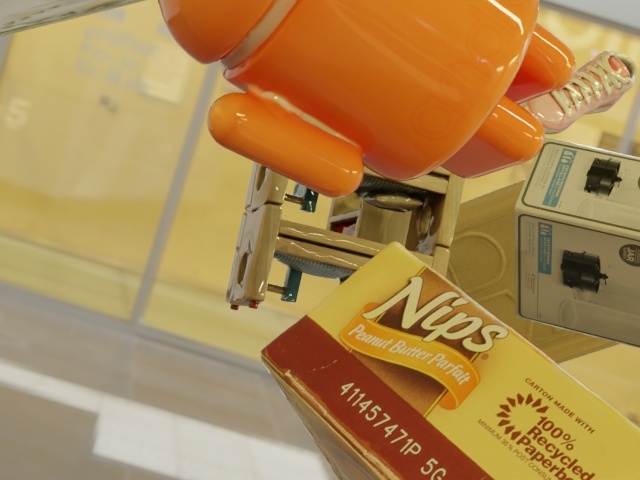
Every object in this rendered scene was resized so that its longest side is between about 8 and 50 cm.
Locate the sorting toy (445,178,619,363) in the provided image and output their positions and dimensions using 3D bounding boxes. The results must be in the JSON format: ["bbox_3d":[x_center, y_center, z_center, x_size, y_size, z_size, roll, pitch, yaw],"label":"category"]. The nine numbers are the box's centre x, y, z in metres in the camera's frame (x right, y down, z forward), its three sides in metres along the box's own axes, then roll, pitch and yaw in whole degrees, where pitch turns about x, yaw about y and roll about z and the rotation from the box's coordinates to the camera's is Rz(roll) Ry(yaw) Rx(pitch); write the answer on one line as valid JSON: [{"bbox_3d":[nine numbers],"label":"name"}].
[{"bbox_3d":[0.298,0.029,1.920,0.307,0.229,0.041,-21,6,23],"label":"sorting toy"}]

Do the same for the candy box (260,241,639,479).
[{"bbox_3d":[0.106,0.162,0.716,0.183,0.087,0.316,40,-15,44],"label":"candy box"}]

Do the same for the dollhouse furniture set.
[{"bbox_3d":[0.000,0.000,1.081,0.129,0.129,0.183,14,-8,-15],"label":"dollhouse furniture set"}]

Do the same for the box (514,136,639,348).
[{"bbox_3d":[0.320,0.022,1.366,0.289,0.087,0.169,14,-36,17],"label":"box"}]

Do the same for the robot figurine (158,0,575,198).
[{"bbox_3d":[0.015,-0.114,0.750,0.219,0.158,0.128,30,20,-18],"label":"robot figurine"}]

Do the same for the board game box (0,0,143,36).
[{"bbox_3d":[-0.225,-0.301,1.691,0.389,0.050,0.390,-17,3,-14],"label":"board game box"}]

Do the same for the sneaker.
[{"bbox_3d":[0.252,-0.147,1.491,0.134,0.070,0.051,-20,71,-39],"label":"sneaker"}]
